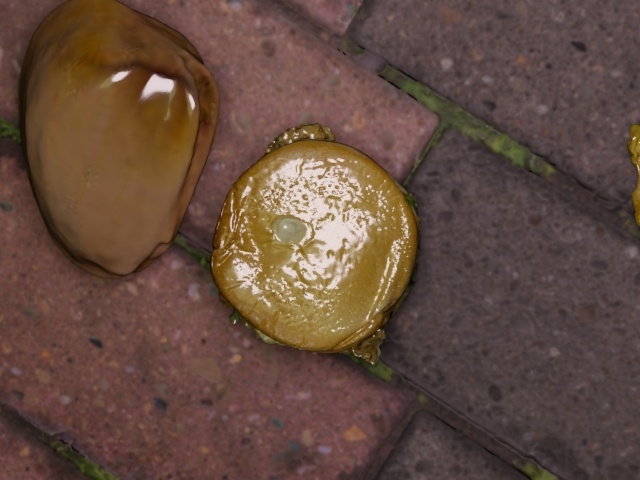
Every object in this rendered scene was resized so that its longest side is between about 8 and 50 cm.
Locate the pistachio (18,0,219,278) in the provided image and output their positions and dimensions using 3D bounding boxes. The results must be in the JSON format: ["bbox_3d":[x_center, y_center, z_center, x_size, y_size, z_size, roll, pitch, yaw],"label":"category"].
[{"bbox_3d":[-0.205,-0.095,1.825,0.212,0.163,0.261,35,117,27],"label":"pistachio"}]

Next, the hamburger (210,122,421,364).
[{"bbox_3d":[0.000,0.000,1.807,0.189,0.122,0.215,11,95,4],"label":"hamburger"}]

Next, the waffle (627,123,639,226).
[{"bbox_3d":[0.415,-0.029,1.751,0.291,0.051,0.291,2,97,14],"label":"waffle"}]
